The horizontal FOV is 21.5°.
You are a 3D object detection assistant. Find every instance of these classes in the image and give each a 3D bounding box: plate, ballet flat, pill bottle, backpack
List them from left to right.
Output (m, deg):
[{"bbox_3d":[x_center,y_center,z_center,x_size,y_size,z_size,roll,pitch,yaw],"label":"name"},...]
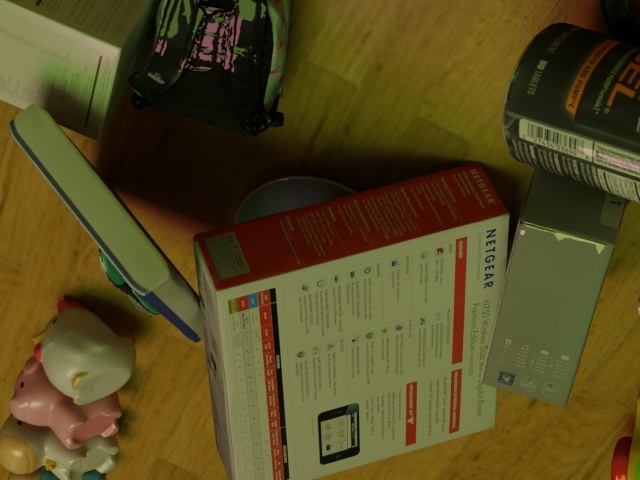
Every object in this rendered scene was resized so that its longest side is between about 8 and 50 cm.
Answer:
[{"bbox_3d":[-0.224,0.044,1.943,0.041,0.041,0.114,-17,123,36],"label":"ballet flat"},{"bbox_3d":[-0.095,-0.197,1.579,0.151,0.115,0.182,11,137,-3],"label":"backpack"},{"bbox_3d":[0.000,0.000,1.800,0.188,0.024,0.188,10,133,11],"label":"plate"},{"bbox_3d":[0.287,-0.093,1.422,0.245,0.130,0.130,22,142,31],"label":"pill bottle"}]

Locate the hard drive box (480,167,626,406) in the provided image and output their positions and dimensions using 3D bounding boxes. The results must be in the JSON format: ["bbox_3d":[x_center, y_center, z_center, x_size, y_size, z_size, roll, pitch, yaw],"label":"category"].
[{"bbox_3d":[0.229,0.011,1.599,0.089,0.181,0.232,15,138,9],"label":"hard drive box"}]

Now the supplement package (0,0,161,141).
[{"bbox_3d":[-0.288,-0.226,1.619,0.244,0.134,0.139,23,139,0],"label":"supplement package"}]

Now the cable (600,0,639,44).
[{"bbox_3d":[0.315,-0.210,1.441,0.150,0.047,0.184,5,139,9],"label":"cable"}]

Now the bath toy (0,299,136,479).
[{"bbox_3d":[-0.321,0.199,2.089,0.151,0.129,0.348,-14,149,-26],"label":"bath toy"}]

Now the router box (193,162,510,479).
[{"bbox_3d":[0.035,0.101,1.734,0.301,0.082,0.335,-14,136,-12],"label":"router box"}]

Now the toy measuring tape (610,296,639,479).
[{"bbox_3d":[0.361,0.208,1.792,0.121,0.121,0.330,4,134,21],"label":"toy measuring tape"}]

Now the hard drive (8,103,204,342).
[{"bbox_3d":[-0.199,-0.008,1.688,0.210,0.040,0.319,51,176,11],"label":"hard drive"}]
